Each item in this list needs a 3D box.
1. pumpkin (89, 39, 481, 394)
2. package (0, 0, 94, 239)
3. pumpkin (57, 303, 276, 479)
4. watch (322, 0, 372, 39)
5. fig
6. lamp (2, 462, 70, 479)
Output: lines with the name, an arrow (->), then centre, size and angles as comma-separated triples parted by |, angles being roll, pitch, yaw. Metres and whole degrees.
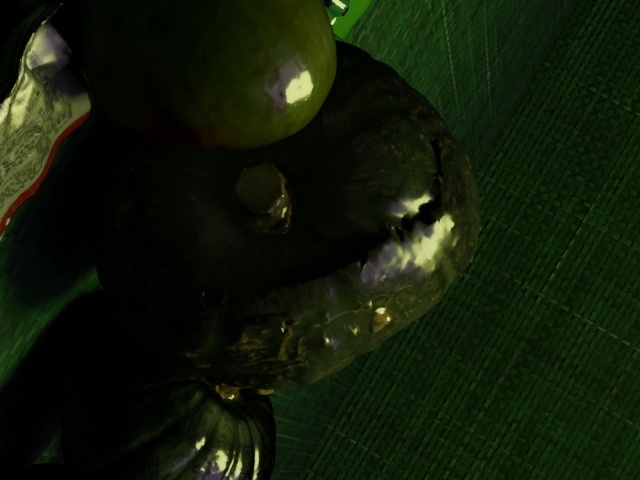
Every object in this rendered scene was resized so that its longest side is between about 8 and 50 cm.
pumpkin -> -0.033, -0.018, 1.210 | 0.328, 0.291, 0.257 | -43, 168, -7
package -> -0.221, -0.071, 0.966 | 0.166, 0.040, 0.232 | -55, 175, -12
pumpkin -> -0.142, 0.169, 1.345 | 0.216, 0.250, 0.250 | -36, 176, 20
watch -> -0.011, -0.220, 1.160 | 0.131, 0.165, 0.152 | -54, 153, 6
fig -> -0.085, -0.151, 0.998 | 0.181, 0.181, 0.191 | -51, 132, -36
lamp -> -0.269, 0.285, 1.376 | 0.136, 0.136, 0.136 | -56, 168, -19
